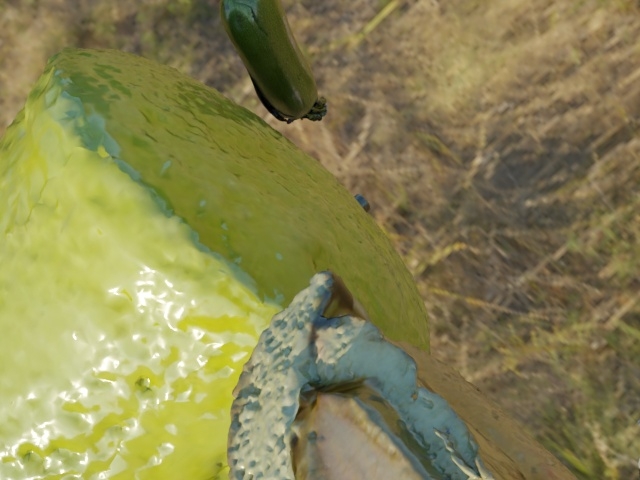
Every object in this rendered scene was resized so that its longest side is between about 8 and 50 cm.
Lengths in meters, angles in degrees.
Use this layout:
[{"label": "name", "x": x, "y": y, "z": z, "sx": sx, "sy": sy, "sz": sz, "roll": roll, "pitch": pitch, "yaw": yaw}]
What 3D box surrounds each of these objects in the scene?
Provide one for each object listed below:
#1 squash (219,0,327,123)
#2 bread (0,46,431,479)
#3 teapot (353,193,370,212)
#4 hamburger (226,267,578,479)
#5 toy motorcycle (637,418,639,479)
[{"label": "squash", "x": -0.038, "y": -0.145, "z": 1.137, "sx": 0.052, "sy": 0.183, "sz": 0.052, "roll": -8, "pitch": 58, "yaw": 12}, {"label": "bread", "x": -0.116, "y": 0.055, "z": 1.044, "sx": 0.308, "sy": 0.348, "sz": 0.348, "roll": -51, "pitch": 49, "yaw": 19}, {"label": "teapot", "x": 0.000, "y": 0.000, "z": 2.086, "sx": 0.175, "sy": 0.268, "sz": 0.185, "roll": -38, "pitch": 83, "yaw": -16}, {"label": "hamburger", "x": 0.038, "y": 0.126, "z": 0.627, "sx": 0.135, "sy": 0.155, "sz": 0.208, "roll": -49, "pitch": 46, "yaw": 7}, {"label": "toy motorcycle", "x": 0.411, "y": 0.278, "z": 1.616, "sx": 0.221, "sy": 0.102, "sz": 0.150, "roll": -88, "pitch": 18, "yaw": -58}]
